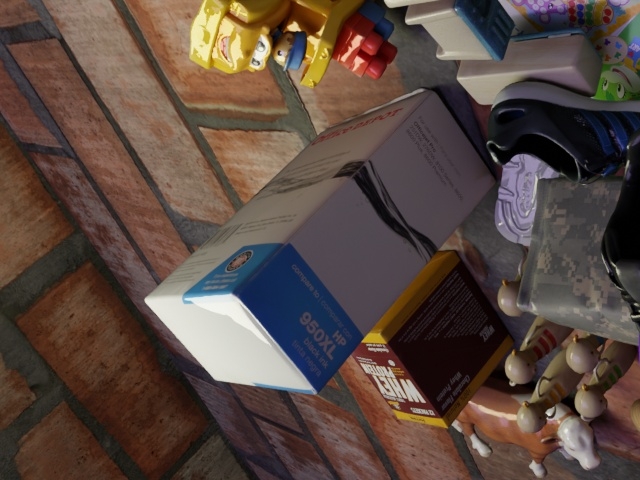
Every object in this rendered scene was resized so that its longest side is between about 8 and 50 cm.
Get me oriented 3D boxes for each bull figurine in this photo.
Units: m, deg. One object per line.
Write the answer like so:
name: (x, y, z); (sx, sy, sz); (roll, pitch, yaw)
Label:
bull figurine: (0.332, 0.304, 1.380); (0.311, 0.101, 0.188); (21, 146, 39)

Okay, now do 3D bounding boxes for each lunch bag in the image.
lunch bag: (0.384, 0.036, 0.841); (0.287, 0.168, 0.235); (19, 171, -42)

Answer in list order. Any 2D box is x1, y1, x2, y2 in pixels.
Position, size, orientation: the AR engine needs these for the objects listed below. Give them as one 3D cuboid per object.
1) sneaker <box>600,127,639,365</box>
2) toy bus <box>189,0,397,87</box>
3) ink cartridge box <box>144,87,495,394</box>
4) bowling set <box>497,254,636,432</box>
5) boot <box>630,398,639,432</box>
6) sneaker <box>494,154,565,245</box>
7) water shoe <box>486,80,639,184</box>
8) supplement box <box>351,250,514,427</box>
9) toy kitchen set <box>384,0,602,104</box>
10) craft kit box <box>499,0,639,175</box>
sneaker: (0.269, 0.041, 0.634); (0.102, 0.146, 0.293); (-4, 86, 46)
toy bus: (-0.016, -0.256, 0.980); (0.211, 0.220, 0.149); (38, 148, 1)
ink cartridge box: (0.000, 0.000, 1.109); (0.166, 0.395, 0.285); (52, 153, -17)
bowling set: (0.347, 0.150, 1.086); (0.200, 0.154, 0.287); (16, 141, 45)
boot: (0.552, 0.278, 1.035); (0.295, 0.104, 0.211); (44, 149, -1)
sneaker: (0.258, -0.110, 0.936); (0.090, 0.095, 0.235); (29, 129, 24)
water shoe: (0.250, -0.081, 0.743); (0.203, 0.080, 0.073); (13, 160, 13)
supplement box: (0.164, 0.152, 1.307); (0.194, 0.191, 0.129); (54, 152, -17)
toy kitchen set: (0.166, -0.245, 0.736); (0.122, 0.166, 0.207); (4, 160, 41)
craft kit box: (0.251, -0.222, 0.764); (0.250, 0.061, 0.246); (41, 143, 9)
